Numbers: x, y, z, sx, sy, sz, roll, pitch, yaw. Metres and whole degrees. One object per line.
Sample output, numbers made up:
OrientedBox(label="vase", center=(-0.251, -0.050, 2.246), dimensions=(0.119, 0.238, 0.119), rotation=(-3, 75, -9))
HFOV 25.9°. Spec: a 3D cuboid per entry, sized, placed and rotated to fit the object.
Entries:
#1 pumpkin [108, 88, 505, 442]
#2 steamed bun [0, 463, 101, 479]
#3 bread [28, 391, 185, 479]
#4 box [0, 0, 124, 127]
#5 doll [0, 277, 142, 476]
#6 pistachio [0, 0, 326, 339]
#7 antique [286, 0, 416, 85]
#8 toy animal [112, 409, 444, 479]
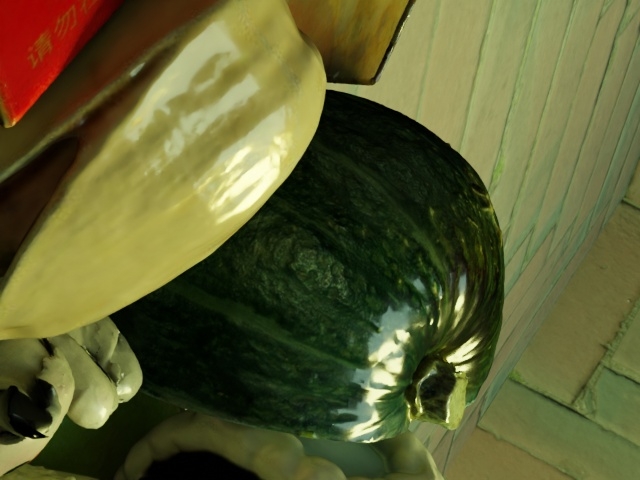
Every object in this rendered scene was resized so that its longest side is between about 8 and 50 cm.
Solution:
OrientedBox(label="pumpkin", center=(0.000, 0.000, 0.950), dimensions=(0.293, 0.263, 0.197), rotation=(-17, 124, -60))
OrientedBox(label="steamed bun", center=(-0.189, 0.237, 0.792), dimensions=(0.250, 0.155, 0.200), rotation=(9, 107, -30))
OrientedBox(label="bread", center=(-0.187, 0.229, 0.953), dimensions=(0.301, 0.045, 0.301), rotation=(-26, 129, -38))
OrientedBox(label="box", center=(-0.120, -0.215, 0.534), dimensions=(0.197, 0.089, 0.313), rotation=(-53, 161, -24))
OrientedBox(label="doll", center=(-0.180, 0.076, 0.771), dimensions=(0.192, 0.149, 0.095), rotation=(-47, 133, -69))
OrientedBox(label="pistachio", center=(-0.105, -0.048, 0.707), dimensions=(0.229, 0.157, 0.157), rotation=(-43, 162, -3))
OrientedBox(label="antique", center=(-0.026, -0.163, 0.907), dimensions=(0.093, 0.087, 0.310), rotation=(-64, 164, 13))
OrientedBox(label="toy animal", center=(-0.035, 0.185, 0.952), dimensions=(0.208, 0.156, 0.204), rotation=(-49, 157, 28))
